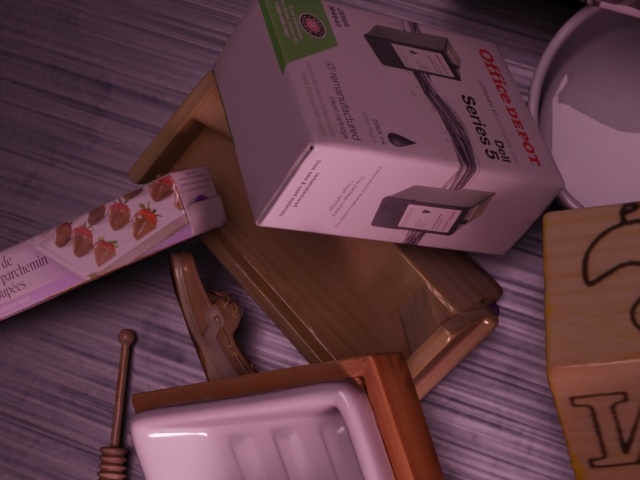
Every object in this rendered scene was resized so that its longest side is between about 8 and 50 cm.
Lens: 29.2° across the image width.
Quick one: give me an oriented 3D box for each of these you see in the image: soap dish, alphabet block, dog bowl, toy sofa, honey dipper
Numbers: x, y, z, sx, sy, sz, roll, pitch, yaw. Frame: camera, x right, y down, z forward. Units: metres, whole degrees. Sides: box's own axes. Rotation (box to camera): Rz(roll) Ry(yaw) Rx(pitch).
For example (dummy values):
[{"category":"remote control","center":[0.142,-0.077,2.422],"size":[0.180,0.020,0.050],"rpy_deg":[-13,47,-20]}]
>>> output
[{"category":"soap dish","center":[-0.020,0.219,1.109],"size":[0.291,0.118,0.229],"rpy_deg":[-14,98,38]},{"category":"alphabet block","center":[0.308,0.090,1.076],"size":[0.197,0.193,0.192],"rpy_deg":[-8,44,16]},{"category":"dog bowl","center":[0.334,-0.112,1.194],"size":[0.265,0.104,0.264],"rpy_deg":[-1,80,8]},{"category":"toy sofa","center":[0.000,0.000,1.220],"size":[0.362,0.177,0.150],"rpy_deg":[47,114,12]},{"category":"honey dipper","center":[-0.206,0.171,1.267],"size":[0.030,0.030,0.160],"rpy_deg":[4,77,9]}]

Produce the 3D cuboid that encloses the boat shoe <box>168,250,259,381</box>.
[{"category":"boat shoe","center":[-0.104,0.079,1.224],"size":[0.059,0.063,0.170],"rpy_deg":[-20,118,-6]}]

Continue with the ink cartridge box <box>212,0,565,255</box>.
[{"category":"ink cartridge box","center":[0.061,-0.104,1.126],"size":[0.273,0.115,0.198],"rpy_deg":[6,49,-31]}]

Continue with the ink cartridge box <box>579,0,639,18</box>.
[{"category":"ink cartridge box","center":[0.327,-0.354,1.141],"size":[0.395,0.166,0.285],"rpy_deg":[20,54,15]}]

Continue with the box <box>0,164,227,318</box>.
[{"category":"box","center":[-0.239,0.012,1.210],"size":[0.324,0.067,0.063],"rpy_deg":[-22,88,29]}]
